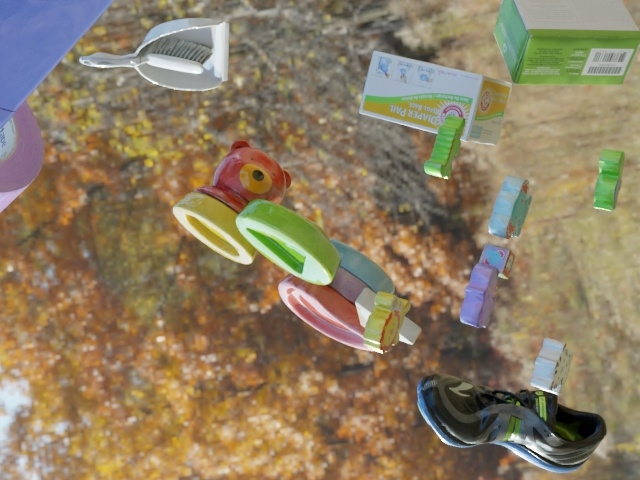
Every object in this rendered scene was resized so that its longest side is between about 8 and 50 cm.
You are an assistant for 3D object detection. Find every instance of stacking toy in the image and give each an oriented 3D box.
[{"bbox_3d":[0.000,0.000,1.320,0.309,0.130,0.279,40,162,-21],"label":"stacking toy"},{"bbox_3d":[0.145,0.008,0.894,0.052,0.167,0.221,34,-107,-62],"label":"stacking toy"}]

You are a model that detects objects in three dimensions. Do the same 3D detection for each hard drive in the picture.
[{"bbox_3d":[-0.320,-0.262,1.179,0.040,0.319,0.210,47,-169,14],"label":"hard drive"}]

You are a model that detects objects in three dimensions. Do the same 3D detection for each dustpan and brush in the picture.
[{"bbox_3d":[-0.244,-0.270,1.570,0.147,0.211,0.060,100,177,-59],"label":"dustpan and brush"}]

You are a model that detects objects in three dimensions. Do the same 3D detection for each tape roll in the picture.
[{"bbox_3d":[-0.504,-0.152,1.407,0.275,0.090,0.275,40,-152,-26],"label":"tape roll"}]

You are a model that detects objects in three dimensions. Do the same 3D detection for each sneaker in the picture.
[{"bbox_3d":[0.168,0.149,0.935,0.078,0.188,0.067,-54,25,41],"label":"sneaker"}]

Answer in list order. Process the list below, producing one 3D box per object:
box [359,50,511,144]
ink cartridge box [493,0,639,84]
[{"bbox_3d":[0.182,-0.226,1.696,0.114,0.203,0.103,-2,-72,-57],"label":"box"},{"bbox_3d":[0.372,-0.365,1.700,0.097,0.189,0.255,102,163,-47],"label":"ink cartridge box"}]
